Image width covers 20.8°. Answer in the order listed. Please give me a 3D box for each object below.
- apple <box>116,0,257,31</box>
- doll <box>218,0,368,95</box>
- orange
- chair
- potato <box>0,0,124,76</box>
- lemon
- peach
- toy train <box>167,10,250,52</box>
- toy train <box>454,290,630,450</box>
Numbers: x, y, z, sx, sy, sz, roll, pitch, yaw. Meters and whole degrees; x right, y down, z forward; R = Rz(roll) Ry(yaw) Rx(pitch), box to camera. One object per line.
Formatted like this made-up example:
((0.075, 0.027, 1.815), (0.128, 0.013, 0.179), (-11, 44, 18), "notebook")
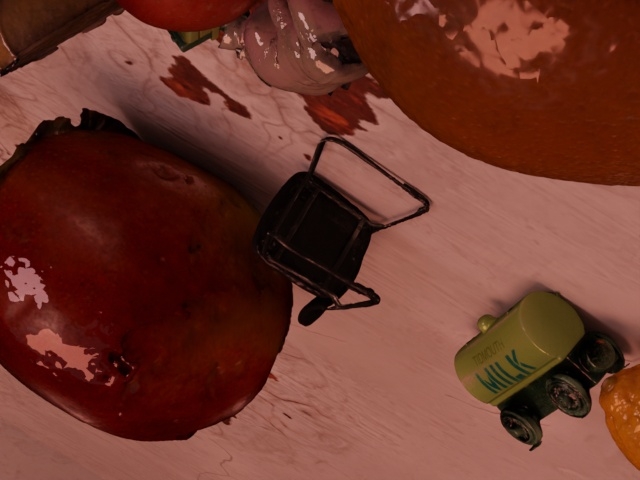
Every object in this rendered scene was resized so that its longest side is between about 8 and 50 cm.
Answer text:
((-0.121, -0.269, 1.514), (0.181, 0.181, 0.168), (38, 155, -18), "apple")
((-0.004, -0.185, 1.639), (0.149, 0.095, 0.192), (14, 171, -23), "doll")
((0.187, -0.190, 1.181), (0.357, 0.322, 0.322), (29, 158, -24), "orange")
((0.000, 0.000, 1.965), (0.145, 0.140, 0.221), (34, 159, -9), "chair")
((-0.227, -0.255, 1.679), (0.098, 0.243, 0.138), (59, 169, -4), "potato")
((0.390, 0.197, 1.914), (0.187, 0.142, 0.142), (29, 157, -12), "lemon")
((-0.236, 0.044, 2.044), (0.416, 0.339, 0.353), (27, 176, -23), "peach")
((-0.109, -0.229, 1.690), (0.050, 0.081, 0.122), (52, 161, 15), "toy train")
((0.244, 0.142, 2.029), (0.157, 0.105, 0.253), (43, 154, 2), "toy train")
